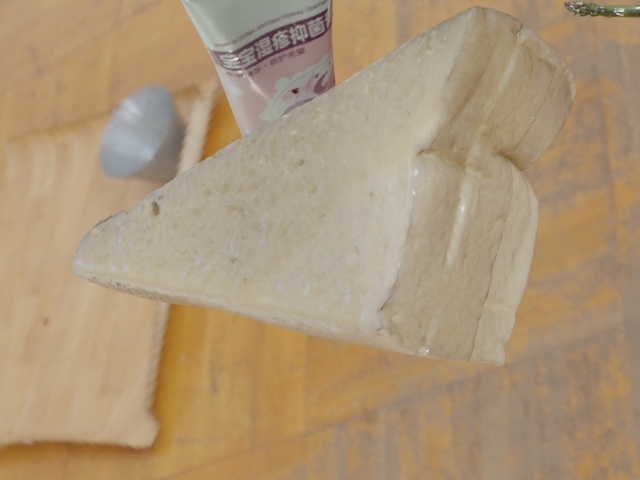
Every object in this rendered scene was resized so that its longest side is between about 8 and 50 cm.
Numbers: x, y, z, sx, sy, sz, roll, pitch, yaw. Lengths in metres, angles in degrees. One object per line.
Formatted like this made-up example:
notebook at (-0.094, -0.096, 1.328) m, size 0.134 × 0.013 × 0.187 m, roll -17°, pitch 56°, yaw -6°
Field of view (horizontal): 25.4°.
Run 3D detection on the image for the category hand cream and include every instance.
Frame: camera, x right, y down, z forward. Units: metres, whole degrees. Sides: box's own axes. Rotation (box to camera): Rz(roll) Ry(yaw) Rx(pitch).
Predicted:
hand cream at (-0.022, -0.085, 0.825) m, size 0.085 × 0.331 × 0.058 m, roll -22°, pitch 64°, yaw -4°

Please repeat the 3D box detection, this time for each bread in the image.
bread at (-0.001, -0.021, 0.477) m, size 0.152 × 0.077 × 0.105 m, roll 10°, pitch 82°, yaw 38°

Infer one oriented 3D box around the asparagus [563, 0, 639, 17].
asparagus at (0.258, -0.194, 1.195) m, size 0.014 × 0.114 × 0.015 m, roll -105°, pitch 16°, yaw -55°
